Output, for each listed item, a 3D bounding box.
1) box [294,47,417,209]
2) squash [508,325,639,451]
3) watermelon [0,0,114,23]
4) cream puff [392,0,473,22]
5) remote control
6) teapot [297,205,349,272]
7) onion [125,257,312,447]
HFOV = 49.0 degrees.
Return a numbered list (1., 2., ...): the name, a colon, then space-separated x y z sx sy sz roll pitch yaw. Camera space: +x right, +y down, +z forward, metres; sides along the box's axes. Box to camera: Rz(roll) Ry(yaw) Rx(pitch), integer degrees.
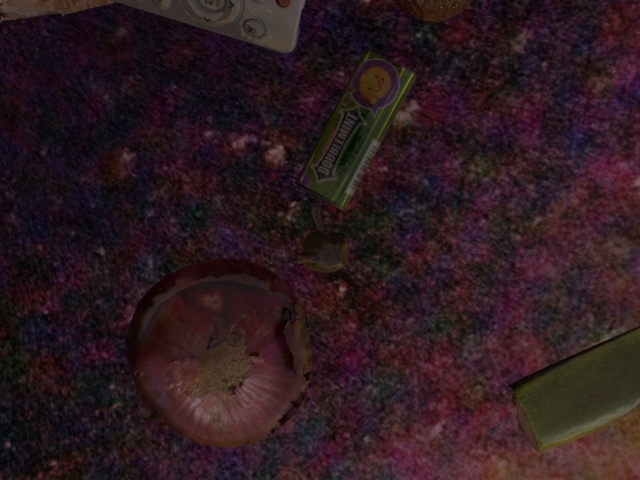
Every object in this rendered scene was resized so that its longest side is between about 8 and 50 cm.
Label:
1. box: 0.076 -0.246 1.582 0.346 0.134 0.097 -61 168 7
2. squash: 0.418 0.222 1.043 0.252 0.093 0.169 -25 146 2
3. watermelon: -0.263 -0.336 0.719 0.250 0.293 0.283 -31 151 -20
4. cream puff: 0.158 -0.373 0.971 0.148 0.084 0.149 4 127 6
5. remote control: -0.098 -0.163 0.426 0.184 0.027 0.050 18 137 1
6. teapot: 0.000 0.000 1.150 0.085 0.080 0.111 -23 114 -61
7. onion: -0.076 0.080 0.573 0.149 0.140 0.150 0 102 -1
